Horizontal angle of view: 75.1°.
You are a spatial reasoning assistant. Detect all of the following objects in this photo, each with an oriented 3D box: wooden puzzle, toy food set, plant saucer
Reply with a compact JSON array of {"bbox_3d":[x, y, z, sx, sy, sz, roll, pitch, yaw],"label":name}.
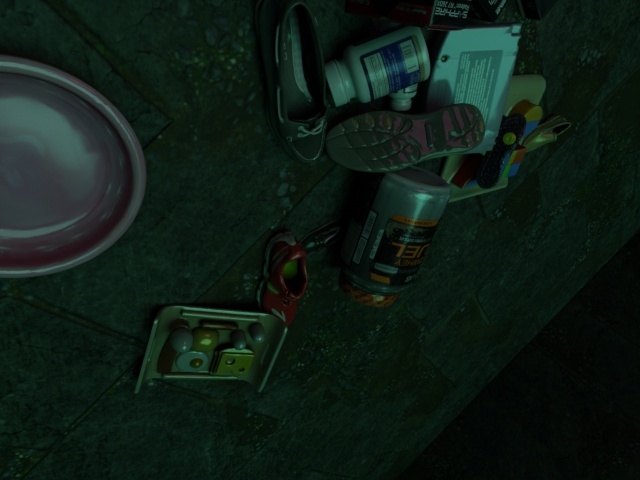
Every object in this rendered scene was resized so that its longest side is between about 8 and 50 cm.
[{"bbox_3d":[0.500,-0.282,1.188,0.323,0.080,0.347,-15,128,-28],"label":"wooden puzzle"},{"bbox_3d":[-0.253,0.274,0.980,0.307,0.092,0.219,11,114,-26],"label":"toy food set"},{"bbox_3d":[-0.438,-0.101,0.609,0.333,0.084,0.331,-19,130,-25],"label":"plant saucer"}]

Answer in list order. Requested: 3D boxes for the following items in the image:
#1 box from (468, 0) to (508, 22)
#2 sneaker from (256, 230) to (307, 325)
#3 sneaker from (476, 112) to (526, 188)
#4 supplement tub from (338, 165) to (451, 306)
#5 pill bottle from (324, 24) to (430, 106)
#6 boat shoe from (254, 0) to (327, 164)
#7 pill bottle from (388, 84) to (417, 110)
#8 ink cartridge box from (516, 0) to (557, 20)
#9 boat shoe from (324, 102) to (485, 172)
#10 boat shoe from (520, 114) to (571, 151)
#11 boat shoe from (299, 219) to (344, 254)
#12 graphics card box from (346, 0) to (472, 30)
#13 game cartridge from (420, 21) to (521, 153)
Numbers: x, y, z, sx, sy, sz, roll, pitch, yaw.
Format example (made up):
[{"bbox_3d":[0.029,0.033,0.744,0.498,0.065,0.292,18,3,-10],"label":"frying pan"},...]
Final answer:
[{"bbox_3d":[0.354,-0.582,0.861,0.148,0.077,0.180,18,109,-44],"label":"box"},{"bbox_3d":[-0.086,0.117,1.007,0.108,0.118,0.278,-15,128,-28],"label":"sneaker"},{"bbox_3d":[0.480,-0.238,1.120,0.209,0.069,0.082,-70,166,17],"label":"sneaker"},{"bbox_3d":[0.169,-0.015,1.041,0.207,0.207,0.337,-3,122,-36],"label":"supplement tub"},{"bbox_3d":[0.103,-0.332,0.801,0.187,0.111,0.112,-19,135,7],"label":"pill bottle"},{"bbox_3d":[-0.042,-0.275,0.771,0.112,0.095,0.334,-28,133,-18],"label":"boat shoe"},{"bbox_3d":[0.178,-0.349,0.905,0.067,0.067,0.120,-20,130,-25],"label":"pill bottle"},{"bbox_3d":[0.576,-0.702,0.954,0.332,0.065,0.165,-53,135,6],"label":"ink cartridge box"},{"bbox_3d":[0.181,-0.221,0.938,0.356,0.130,0.132,-6,96,-6],"label":"boat shoe"},{"bbox_3d":[0.711,-0.334,1.315,0.190,0.072,0.068,-37,136,-9],"label":"boat shoe"},{"bbox_3d":[-0.001,-0.001,1.043,0.133,0.042,0.048,-33,137,-11],"label":"boat shoe"},{"bbox_3d":[0.162,-0.539,0.636,0.094,0.233,0.370,-13,126,-29],"label":"graphics card box"},{"bbox_3d":[0.341,-0.348,0.985,0.199,0.062,0.296,-2,127,0],"label":"game cartridge"}]
